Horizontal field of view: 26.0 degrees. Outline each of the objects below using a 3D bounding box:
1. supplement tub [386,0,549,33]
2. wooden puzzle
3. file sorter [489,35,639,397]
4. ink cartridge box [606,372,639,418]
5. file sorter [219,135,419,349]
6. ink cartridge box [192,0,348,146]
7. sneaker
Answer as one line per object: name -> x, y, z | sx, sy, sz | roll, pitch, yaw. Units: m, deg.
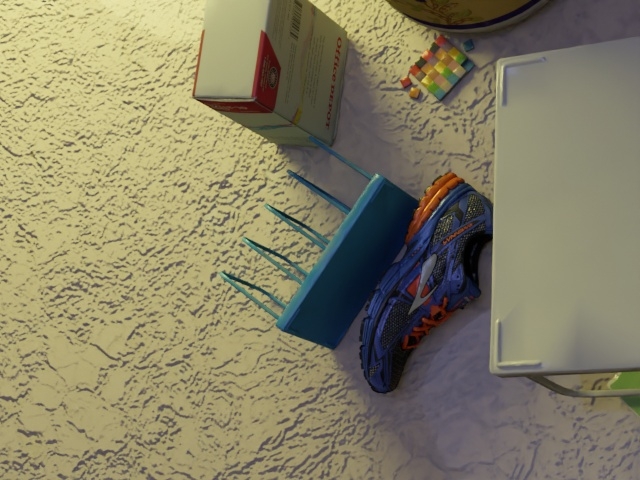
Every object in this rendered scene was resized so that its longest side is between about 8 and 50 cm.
supplement tub -> 0.103, -0.346, 1.253 | 0.241, 0.331, 0.241 | -5, 77, 22
wooden puzzle -> 0.120, -0.173, 1.389 | 0.083, 0.006, 0.049 | -47, 66, 7
file sorter -> 0.269, -0.010, 1.181 | 0.192, 0.173, 0.278 | -6, 70, 29
ink cartridge box -> 0.388, 0.149, 1.189 | 0.171, 0.056, 0.235 | -48, 53, 7
file sorter -> 0.000, 0.000, 1.343 | 0.104, 0.118, 0.170 | 36, 94, 27
ink cartridge box -> -0.046, -0.174, 1.366 | 0.072, 0.175, 0.128 | 3, 80, 25
sneaker -> 0.105, 0.047, 1.313 | 0.087, 0.083, 0.221 | 26, 92, 19
